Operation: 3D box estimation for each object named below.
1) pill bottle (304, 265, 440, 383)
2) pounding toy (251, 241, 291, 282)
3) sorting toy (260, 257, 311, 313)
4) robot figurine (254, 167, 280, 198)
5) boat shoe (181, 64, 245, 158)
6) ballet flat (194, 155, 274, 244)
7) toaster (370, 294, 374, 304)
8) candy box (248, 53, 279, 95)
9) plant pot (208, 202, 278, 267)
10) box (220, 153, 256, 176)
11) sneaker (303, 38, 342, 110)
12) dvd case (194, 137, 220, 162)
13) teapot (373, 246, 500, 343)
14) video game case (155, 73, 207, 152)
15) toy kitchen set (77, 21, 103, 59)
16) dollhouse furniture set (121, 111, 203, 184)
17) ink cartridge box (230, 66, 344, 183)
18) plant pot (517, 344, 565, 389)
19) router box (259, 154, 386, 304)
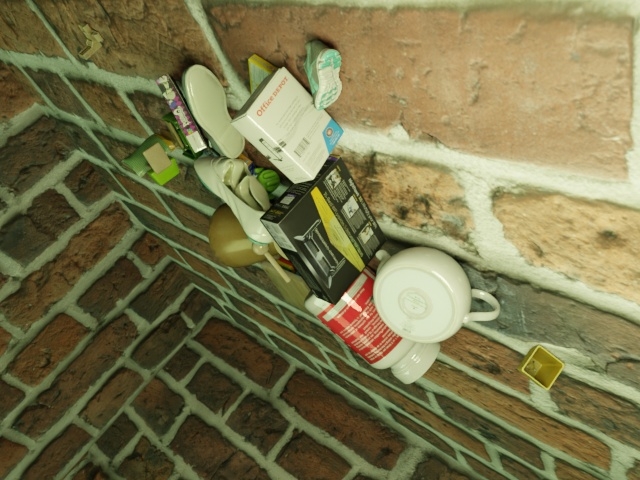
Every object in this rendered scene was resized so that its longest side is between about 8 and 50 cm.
[{"bbox_3d":[0.166,0.248,1.670,0.408,0.229,0.229,42,159,-2],"label":"pill bottle"},{"bbox_3d":[-0.080,-0.017,1.641,0.183,0.237,0.110,45,-172,-22],"label":"pounding toy"},{"bbox_3d":[-0.078,0.181,2.143,0.255,0.089,0.257,20,150,42],"label":"sorting toy"},{"bbox_3d":[-0.163,-0.174,1.617,0.115,0.067,0.101,-18,94,67],"label":"robot figurine"},{"bbox_3d":[-0.310,-0.348,1.462,0.099,0.116,0.319,24,159,28],"label":"boat shoe"},{"bbox_3d":[-0.234,-0.159,1.569,0.400,0.139,0.139,49,165,29],"label":"ballet flat"},{"bbox_3d":[0.255,0.171,1.500,0.168,0.110,0.186,43,147,-3],"label":"toaster"},{"bbox_3d":[-0.119,-0.339,1.272,0.105,0.027,0.206,32,157,10],"label":"candy box"},{"bbox_3d":[-0.208,-0.030,1.814,0.254,0.237,0.237,-5,132,41],"label":"plant pot"},{"bbox_3d":[-0.261,-0.249,1.693,0.136,0.028,0.081,38,159,12],"label":"box"},{"bbox_3d":[0.000,-0.332,1.066,0.076,0.065,0.166,51,160,21],"label":"sneaker"},{"bbox_3d":[-0.363,-0.255,1.862,0.180,0.022,0.253,42,159,-1],"label":"dvd case"},{"bbox_3d":[0.269,0.118,1.321,0.253,0.187,0.256,-27,95,37],"label":"teapot"},{"bbox_3d":[-0.383,-0.357,1.492,0.210,0.042,0.232,63,176,-20],"label":"video game case"},{"bbox_3d":[-0.733,-0.624,1.683,0.068,0.075,0.083,28,160,27],"label":"toy kitchen set"},{"bbox_3d":[-0.572,-0.329,1.807,0.302,0.197,0.151,26,150,44],"label":"dollhouse furniture set"},{"bbox_3d":[-0.069,-0.247,1.165,0.203,0.148,0.086,43,156,-25],"label":"ink cartridge box"},{"bbox_3d":[0.557,0.326,1.377,0.081,0.081,0.083,38,171,7],"label":"plant pot"},{"bbox_3d":[0.019,-0.025,1.363,0.081,0.243,0.308,16,148,47],"label":"router box"}]
